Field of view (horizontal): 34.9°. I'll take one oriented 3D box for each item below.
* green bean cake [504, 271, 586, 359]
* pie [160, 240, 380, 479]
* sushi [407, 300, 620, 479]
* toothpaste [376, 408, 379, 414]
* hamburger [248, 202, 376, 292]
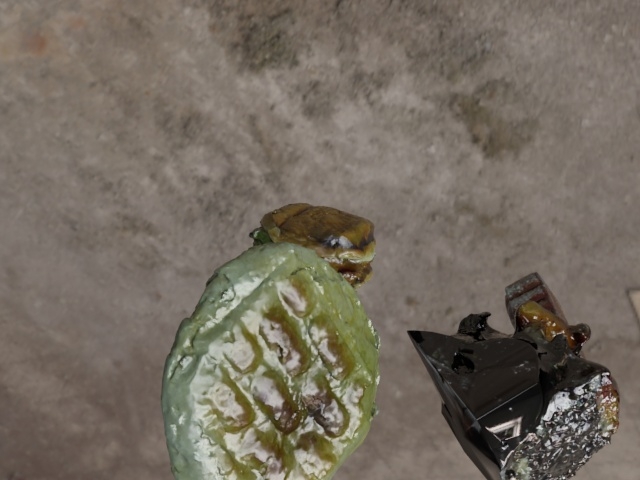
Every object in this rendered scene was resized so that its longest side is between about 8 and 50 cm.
[{"bbox_3d":[0.444,0.193,1.982,0.097,0.232,0.198,-29,131,13],"label":"green bean cake"},{"bbox_3d":[-0.043,0.158,1.098,0.071,0.306,0.306,12,147,54],"label":"pie"},{"bbox_3d":[0.265,0.197,1.274,0.212,0.215,0.227,-30,119,-2],"label":"sushi"},{"bbox_3d":[0.042,0.215,1.375,0.083,0.027,0.019,21,164,21],"label":"toothpaste"},{"bbox_3d":[0.000,0.000,1.697,0.206,0.183,0.130,32,117,19],"label":"hamburger"}]
